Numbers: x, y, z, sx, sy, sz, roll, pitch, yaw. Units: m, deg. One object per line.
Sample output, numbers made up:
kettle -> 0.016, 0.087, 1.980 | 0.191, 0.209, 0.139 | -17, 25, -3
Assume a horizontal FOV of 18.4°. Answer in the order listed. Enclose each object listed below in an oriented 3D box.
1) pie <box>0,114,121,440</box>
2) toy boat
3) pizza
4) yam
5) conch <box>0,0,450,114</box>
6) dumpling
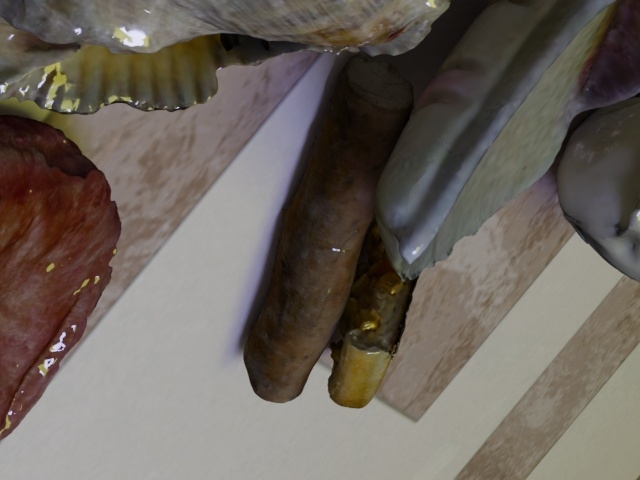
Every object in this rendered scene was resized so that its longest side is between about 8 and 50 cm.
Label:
pie -> -0.178, 0.036, 0.883 | 0.219, 0.054, 0.204 | -10, 135, -55
toy boat -> 0.119, -0.095, 1.109 | 0.293, 0.111, 0.276 | -50, 168, -7
pizza -> 0.033, 0.043, 1.225 | 0.178, 0.041, 0.131 | -65, 174, -83
yam -> 0.000, 0.000, 1.134 | 0.057, 0.057, 0.241 | -26, 147, -41
conch -> -0.046, -0.113, 0.790 | 0.245, 0.163, 0.178 | -21, 137, 6
dumpling -> 0.239, -0.054, 1.379 | 0.247, 0.142, 0.172 | 64, 36, -78
